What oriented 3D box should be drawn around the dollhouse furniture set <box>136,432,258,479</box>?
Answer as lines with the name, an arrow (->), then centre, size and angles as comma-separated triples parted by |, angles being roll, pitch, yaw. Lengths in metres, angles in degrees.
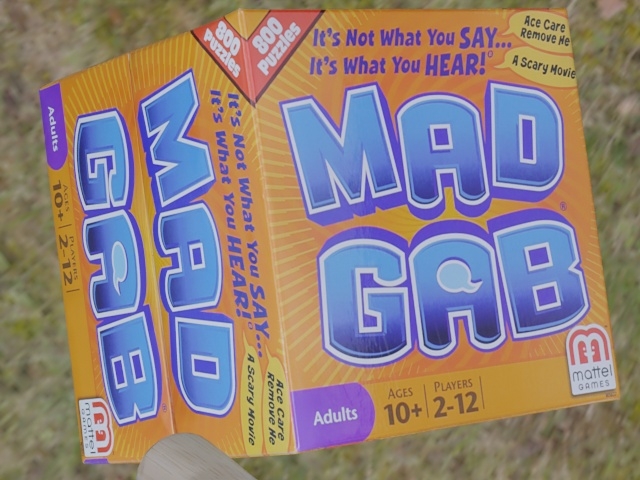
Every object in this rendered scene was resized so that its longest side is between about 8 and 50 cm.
dollhouse furniture set -> -0.131, 0.277, 1.045 | 0.174, 0.303, 0.355 | 39, 159, 5

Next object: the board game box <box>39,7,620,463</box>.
board game box -> 0.000, 0.000, 1.723 | 0.356, 0.356, 0.356 | -11, 85, 54
